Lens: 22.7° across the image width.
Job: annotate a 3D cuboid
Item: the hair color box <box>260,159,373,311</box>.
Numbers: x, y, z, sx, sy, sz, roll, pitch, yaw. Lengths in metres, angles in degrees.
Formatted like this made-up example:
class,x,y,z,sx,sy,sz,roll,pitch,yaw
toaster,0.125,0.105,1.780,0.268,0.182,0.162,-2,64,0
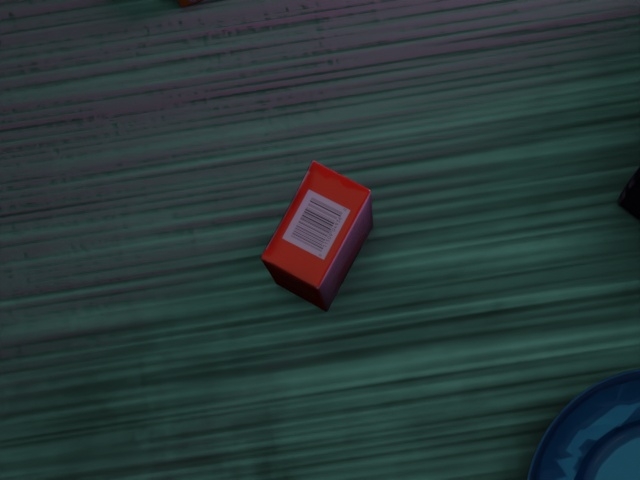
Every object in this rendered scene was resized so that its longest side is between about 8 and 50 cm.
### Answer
class,x,y,z,sx,sy,sz,roll,pitch,yaw
hair color box,0.000,0.000,1.027,0.043,0.141,0.072,28,83,7

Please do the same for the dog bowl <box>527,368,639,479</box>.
class,x,y,z,sx,sy,sz,roll,pitch,yaw
dog bowl,0.259,0.216,1.018,0.166,0.074,0.297,-43,81,-4

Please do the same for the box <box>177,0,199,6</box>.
class,x,y,z,sx,sy,sz,roll,pitch,yaw
box,-0.064,-0.220,1.122,0.136,0.028,0.081,-19,81,2

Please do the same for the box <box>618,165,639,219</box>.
class,x,y,z,sx,sy,sz,roll,pitch,yaw
box,0.392,-0.139,0.955,0.212,0.293,0.395,37,84,8
